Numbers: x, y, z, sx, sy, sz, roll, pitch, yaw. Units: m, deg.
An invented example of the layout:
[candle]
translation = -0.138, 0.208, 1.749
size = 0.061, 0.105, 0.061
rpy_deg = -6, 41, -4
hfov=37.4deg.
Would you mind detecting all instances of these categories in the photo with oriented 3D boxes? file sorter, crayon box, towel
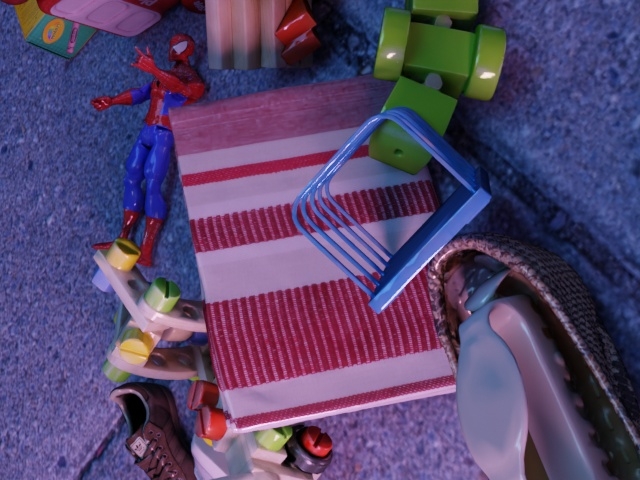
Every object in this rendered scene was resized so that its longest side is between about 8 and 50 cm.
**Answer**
[file sorter]
translation = 0.057, -0.036, 0.751
size = 0.104, 0.170, 0.118
rpy_deg = 42, 103, 0
[crayon box]
translation = -0.312, -0.405, 1.287
size = 0.278, 0.081, 0.165
rpy_deg = -40, 57, 24
[towel]
translation = 0.000, 0.000, 0.875
size = 0.236, 0.037, 0.329
rpy_deg = -10, 66, -7

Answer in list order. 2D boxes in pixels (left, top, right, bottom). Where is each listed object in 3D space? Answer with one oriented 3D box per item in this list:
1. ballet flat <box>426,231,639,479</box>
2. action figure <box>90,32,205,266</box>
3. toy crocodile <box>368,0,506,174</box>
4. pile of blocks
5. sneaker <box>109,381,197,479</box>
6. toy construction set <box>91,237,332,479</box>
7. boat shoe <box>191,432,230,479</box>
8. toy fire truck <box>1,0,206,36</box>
[ballet flat]
translation = 0.183, 0.200, 0.660
size = 0.164, 0.182, 0.483
rpy_deg = -34, 60, 24
[action figure]
translation = -0.222, -0.122, 1.110
size = 0.091, 0.139, 0.281
rpy_deg = 16, 86, 39
[toy crocodile]
translation = 0.113, -0.228, 0.880
size = 0.115, 0.105, 0.341
rpy_deg = 10, 76, -1
[pile of blocks]
translation = -0.017, -0.343, 0.987
size = 0.112, 0.149, 0.362
rpy_deg = 12, 86, 40
[sneaker]
translation = -0.176, 0.234, 1.017
size = 0.066, 0.071, 0.188
rpy_deg = -48, 53, 19
[toy construction set]
translation = -0.114, 0.157, 0.880
size = 0.151, 0.215, 0.328
rpy_deg = -43, 40, 35
[boat shoe]
translation = -0.071, 0.261, 0.936
size = 0.184, 0.066, 0.063
rpy_deg = 35, 132, 33
[toy fire truck]
translation = -0.232, -0.324, 1.067
size = 0.253, 0.302, 0.170
rpy_deg = -27, 78, 27
